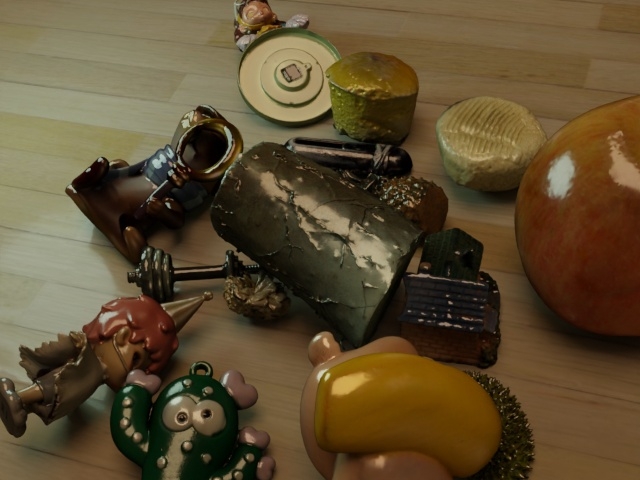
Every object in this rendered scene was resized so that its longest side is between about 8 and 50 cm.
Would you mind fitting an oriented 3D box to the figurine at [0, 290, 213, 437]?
[{"bbox_3d":[-0.337,0.189,1.559,0.387,0.207,0.166,-25,65,-34],"label":"figurine"}]

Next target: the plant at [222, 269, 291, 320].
[{"bbox_3d":[-0.103,0.077,1.655,0.104,0.116,0.122,3,67,45],"label":"plant"}]

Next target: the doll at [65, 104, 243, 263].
[{"bbox_3d":[-0.302,-0.123,1.818,0.339,0.209,0.318,-29,39,-13],"label":"doll"}]

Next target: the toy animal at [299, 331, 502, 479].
[{"bbox_3d":[0.098,0.291,1.364,0.277,0.345,0.247,-15,10,-24],"label":"toy animal"}]

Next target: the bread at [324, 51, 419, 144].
[{"bbox_3d":[0.104,-0.291,1.943,0.197,0.171,0.197,1,37,-1],"label":"bread"}]

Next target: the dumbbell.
[{"bbox_3d":[-0.216,0.059,1.712,0.254,0.110,0.110,-4,45,-4],"label":"dumbbell"}]

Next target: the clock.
[{"bbox_3d":[-0.063,-0.355,2.064,0.234,0.029,0.235,2,70,-5],"label":"clock"}]

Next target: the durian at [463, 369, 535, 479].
[{"bbox_3d":[0.250,0.271,1.437,0.137,0.095,0.221,-11,52,-1],"label":"durian"}]

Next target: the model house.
[{"bbox_3d":[0.215,0.081,1.570,0.166,0.172,0.183,5,46,14],"label":"model house"}]

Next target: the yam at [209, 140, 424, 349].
[{"bbox_3d":[0.000,0.000,1.595,0.348,0.241,0.241,37,59,16],"label":"yam"}]

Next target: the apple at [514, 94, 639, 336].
[{"bbox_3d":[0.513,-0.046,1.532,0.391,0.347,0.391,-1,49,1],"label":"apple"}]

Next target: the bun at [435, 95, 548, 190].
[{"bbox_3d":[0.325,-0.176,1.831,0.220,0.134,0.220,1,46,-1],"label":"bun"}]

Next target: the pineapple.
[{"bbox_3d":[0.114,-0.080,1.800,0.251,0.125,0.125,15,49,35],"label":"pineapple"}]

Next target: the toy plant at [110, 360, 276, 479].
[{"bbox_3d":[-0.198,0.294,1.463,0.232,0.112,0.243,-9,61,-16],"label":"toy plant"}]

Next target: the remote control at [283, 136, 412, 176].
[{"bbox_3d":[0.051,-0.171,1.911,0.265,0.066,0.090,3,48,12],"label":"remote control"}]

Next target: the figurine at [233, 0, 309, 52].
[{"bbox_3d":[-0.115,-0.461,2.187,0.174,0.116,0.240,-26,54,-14],"label":"figurine"}]
